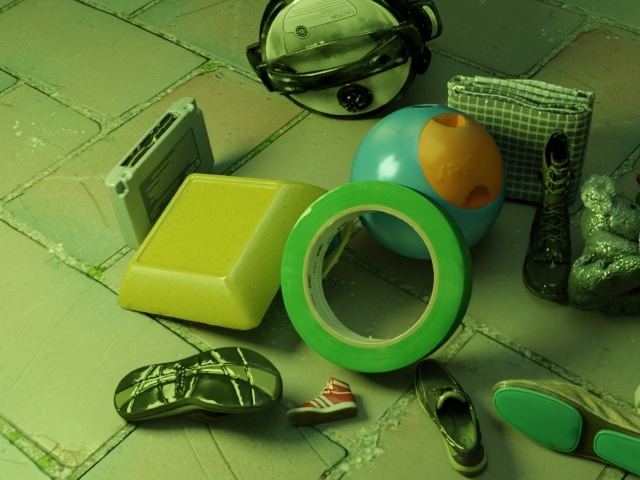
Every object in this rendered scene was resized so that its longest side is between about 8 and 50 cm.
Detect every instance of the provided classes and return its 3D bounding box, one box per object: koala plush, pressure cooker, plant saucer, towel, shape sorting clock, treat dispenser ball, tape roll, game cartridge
[{"bbox_3d":[0.519,0.002,1.734,0.203,0.196,0.221,-18,53,19],"label":"koala plush"},{"bbox_3d":[0.061,-0.477,2.164,0.375,0.370,0.420,24,45,-12],"label":"pressure cooker"},{"bbox_3d":[-0.195,-0.008,1.828,0.333,0.081,0.332,7,53,33],"label":"plant saucer"},{"bbox_3d":[0.379,-0.197,1.930,0.284,0.235,0.121,11,46,16],"label":"towel"},{"bbox_3d":[0.000,0.000,1.826,0.040,0.206,0.206,31,41,-21],"label":"shape sorting clock"},{"bbox_3d":[0.198,-0.108,1.820,0.288,0.288,0.288,-3,44,3],"label":"treat dispenser ball"},{"bbox_3d":[0.094,0.060,1.665,0.321,0.321,0.077,14,3,20],"label":"tape roll"},{"bbox_3d":[-0.314,-0.127,1.964,0.060,0.196,0.294,10,45,26],"label":"game cartridge"}]

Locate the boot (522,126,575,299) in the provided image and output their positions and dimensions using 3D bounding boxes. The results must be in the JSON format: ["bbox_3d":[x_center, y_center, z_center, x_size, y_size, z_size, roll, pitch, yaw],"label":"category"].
[{"bbox_3d":[0.418,-0.050,1.777,0.091,0.229,0.263,2,44,8],"label":"boot"}]

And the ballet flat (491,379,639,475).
[{"bbox_3d":[0.426,0.286,1.542,0.316,0.107,0.106,23,31,20],"label":"ballet flat"}]

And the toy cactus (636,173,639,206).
[{"bbox_3d":[0.639,-0.049,1.856,0.180,0.112,0.219,-20,55,1],"label":"toy cactus"}]

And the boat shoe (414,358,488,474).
[{"bbox_3d":[0.211,0.269,1.585,0.080,0.073,0.223,-14,45,-7],"label":"boat shoe"}]

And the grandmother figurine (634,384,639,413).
[{"bbox_3d":[0.672,0.243,1.550,0.342,0.104,0.208,-6,17,5],"label":"grandmother figurine"}]

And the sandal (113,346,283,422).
[{"bbox_3d":[-0.200,0.253,1.651,0.303,0.086,0.120,-8,48,20],"label":"sandal"}]

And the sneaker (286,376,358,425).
[{"bbox_3d":[-0.002,0.266,1.635,0.118,0.042,0.067,-5,47,-10],"label":"sneaker"}]
